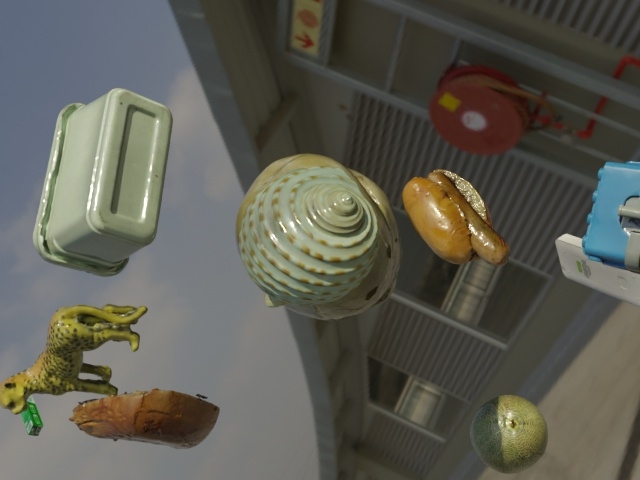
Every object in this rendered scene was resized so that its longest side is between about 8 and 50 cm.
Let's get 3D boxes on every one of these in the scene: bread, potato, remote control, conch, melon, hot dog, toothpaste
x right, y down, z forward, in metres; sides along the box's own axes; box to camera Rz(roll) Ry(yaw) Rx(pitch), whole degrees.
[{"bbox_3d":[-0.170,0.183,0.834,0.129,0.126,0.044,31,-130,-56],"label":"bread"},{"bbox_3d":[0.000,0.000,1.225,0.221,0.243,0.326,-64,-10,-4],"label":"potato"},{"bbox_3d":[0.572,0.061,1.682,0.034,0.250,0.103,-28,-66,-17],"label":"remote control"},{"bbox_3d":[-0.020,-0.007,0.734,0.153,0.102,0.135,-24,53,34],"label":"conch"},{"bbox_3d":[0.341,0.350,1.515,0.139,0.139,0.192,-62,-17,-19],"label":"melon"},{"bbox_3d":[0.149,-0.022,0.920,0.090,0.140,0.060,-6,-32,-28],"label":"hot dog"},{"bbox_3d":[-0.427,0.253,1.230,0.017,0.083,0.020,18,-73,-39],"label":"toothpaste"}]

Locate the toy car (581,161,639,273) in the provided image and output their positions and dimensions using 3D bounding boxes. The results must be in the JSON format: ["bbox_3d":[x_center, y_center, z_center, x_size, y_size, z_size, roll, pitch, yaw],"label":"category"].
[{"bbox_3d":[0.299,-0.018,0.796,0.191,0.100,0.097,11,-87,-52],"label":"toy car"}]

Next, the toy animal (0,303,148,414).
[{"bbox_3d":[-0.291,0.129,0.984,0.181,0.136,0.073,-58,36,33],"label":"toy animal"}]

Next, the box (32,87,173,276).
[{"bbox_3d":[-0.367,-0.109,1.471,0.182,0.175,0.311,-19,60,48],"label":"box"}]
